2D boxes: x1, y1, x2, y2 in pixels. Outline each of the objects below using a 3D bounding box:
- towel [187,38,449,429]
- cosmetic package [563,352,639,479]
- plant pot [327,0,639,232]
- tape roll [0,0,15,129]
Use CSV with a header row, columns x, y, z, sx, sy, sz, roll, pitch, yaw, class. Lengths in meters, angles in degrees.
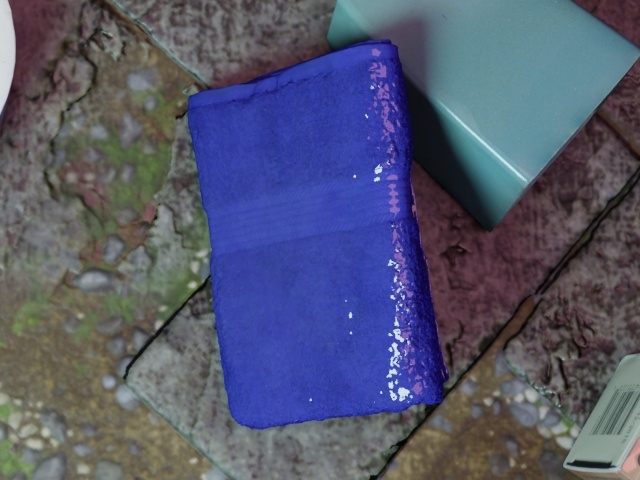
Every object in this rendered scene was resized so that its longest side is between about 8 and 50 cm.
x,y,z,sx,sy,sz,roll,pitch,yaw,class
0.000,0.000,1.426,0.076,0.227,0.308,0,81,-50,towel
0.387,0.230,1.494,0.296,0.153,0.129,32,78,-5,cosmetic package
0.130,-0.159,1.491,0.234,0.166,0.165,41,76,6,plant pot
-0.399,-0.150,1.388,0.286,0.100,0.286,3,77,-14,tape roll
